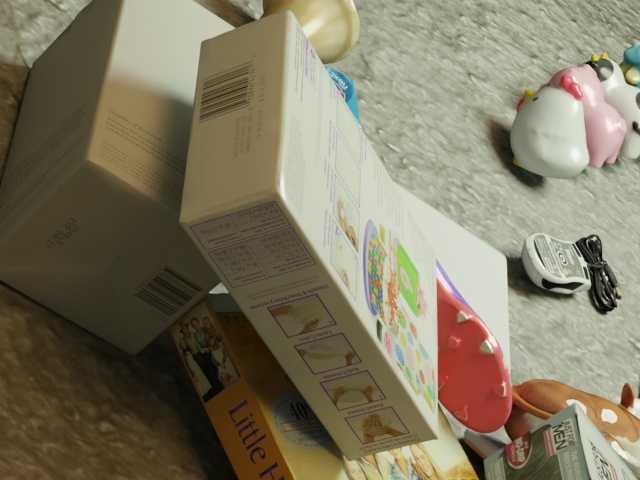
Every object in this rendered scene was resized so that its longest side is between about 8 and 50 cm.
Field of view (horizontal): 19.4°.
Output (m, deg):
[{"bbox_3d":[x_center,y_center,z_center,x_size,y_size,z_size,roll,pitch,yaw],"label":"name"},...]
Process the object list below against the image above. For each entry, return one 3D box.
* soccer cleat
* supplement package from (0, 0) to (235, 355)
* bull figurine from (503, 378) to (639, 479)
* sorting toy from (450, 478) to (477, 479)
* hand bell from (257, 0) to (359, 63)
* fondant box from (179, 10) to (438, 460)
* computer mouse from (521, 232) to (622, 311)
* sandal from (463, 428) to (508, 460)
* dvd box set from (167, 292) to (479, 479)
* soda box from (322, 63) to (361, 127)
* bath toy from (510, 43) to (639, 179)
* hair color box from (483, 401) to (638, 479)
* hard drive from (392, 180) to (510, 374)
[{"bbox_3d":[0.120,0.081,1.893,0.248,0.083,0.095,56,10,6],"label":"soccer cleat"},{"bbox_3d":[-0.172,-0.080,1.722,0.175,0.177,0.293,32,38,-24],"label":"supplement package"},{"bbox_3d":[0.305,0.223,1.964,0.310,0.101,0.188,17,23,-49],"label":"bull figurine"},{"bbox_3d":[0.160,0.262,1.765,0.102,0.042,0.061,42,29,-20],"label":"sorting toy"},{"bbox_3d":[-0.069,-0.195,2.036,0.126,0.126,0.242,47,46,-3],"label":"hand bell"},{"bbox_3d":[0.000,0.000,1.644,0.330,0.096,0.238,56,25,-38],"label":"fondant box"},{"bbox_3d":[0.292,0.032,2.255,0.193,0.042,0.106,11,54,-49],"label":"computer mouse"},{"bbox_3d":[0.239,0.297,1.918,0.265,0.076,0.102,38,7,20],"label":"sandal"},{"bbox_3d":[0.052,0.240,1.737,0.308,0.062,0.420,5,53,-55],"label":"dvd box set"},{"bbox_3d":[-0.055,-0.087,1.829,0.071,0.210,0.067,22,43,-33],"label":"soda box"},{"bbox_3d":[0.353,-0.176,2.445,0.151,0.129,0.348,24,24,26],"label":"bath toy"},{"bbox_3d":[0.307,0.351,1.738,0.374,0.114,0.185,51,14,-17],"label":"hair color box"},{"bbox_3d":[0.072,0.014,2.020,0.319,0.040,0.210,33,35,-22],"label":"hard drive"}]
